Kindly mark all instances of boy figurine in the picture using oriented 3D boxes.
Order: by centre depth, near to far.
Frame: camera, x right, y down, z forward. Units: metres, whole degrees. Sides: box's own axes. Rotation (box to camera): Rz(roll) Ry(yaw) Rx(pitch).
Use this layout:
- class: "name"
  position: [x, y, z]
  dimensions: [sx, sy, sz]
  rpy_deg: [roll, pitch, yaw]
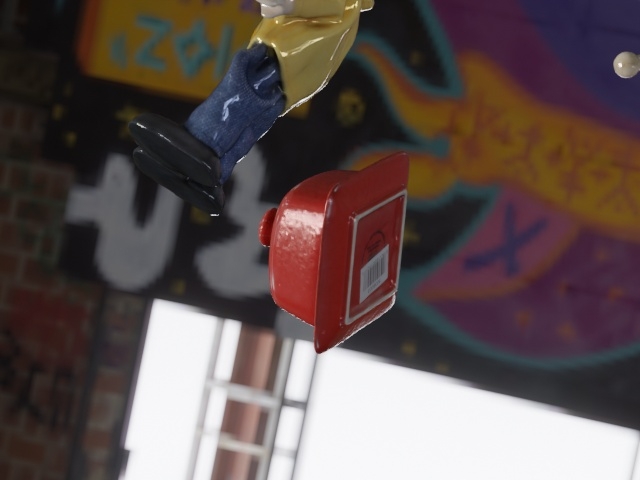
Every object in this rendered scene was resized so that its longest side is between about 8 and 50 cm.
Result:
- class: "boy figurine"
  position: [-0.026, -0.158, 1.509]
  dimensions: [0.092, 0.285, 0.177]
  rpy_deg: [32, 164, 12]

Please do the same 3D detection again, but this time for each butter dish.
- class: "butter dish"
  position: [0.000, 0.000, 1.780]
  dimensions: [0.118, 0.160, 0.160]
  rpy_deg: [14, -157, 25]

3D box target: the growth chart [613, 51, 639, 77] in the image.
- class: "growth chart"
  position: [0.300, -0.120, 1.154]
  dimensions: [0.172, 0.021, 0.237]
  rpy_deg: [-14, -173, -35]
